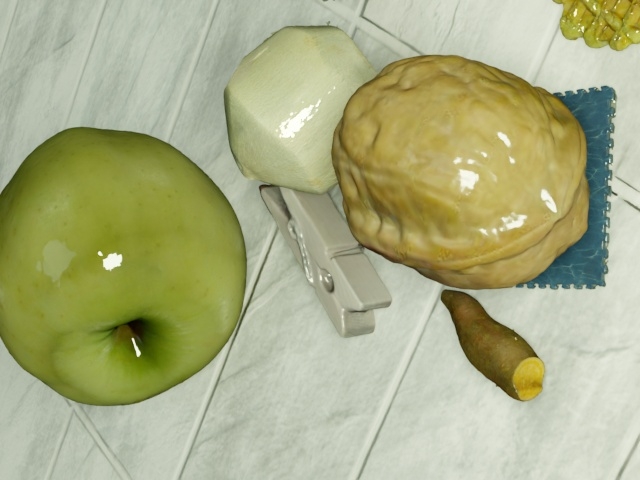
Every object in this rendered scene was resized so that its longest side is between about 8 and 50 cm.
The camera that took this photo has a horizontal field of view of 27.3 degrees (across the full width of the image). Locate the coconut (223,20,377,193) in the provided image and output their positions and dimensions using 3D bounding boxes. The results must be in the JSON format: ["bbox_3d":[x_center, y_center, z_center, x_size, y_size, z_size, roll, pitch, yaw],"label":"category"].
[{"bbox_3d":[-0.033,-0.193,1.985,0.247,0.245,0.245,-37,49,-1],"label":"coconut"}]

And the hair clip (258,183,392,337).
[{"bbox_3d":[0.004,0.000,2.059,0.330,0.085,0.101,57,138,32],"label":"hair clip"}]

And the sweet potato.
[{"bbox_3d":[0.233,0.139,1.774,0.077,0.077,0.243,-68,28,18],"label":"sweet potato"}]

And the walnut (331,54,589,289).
[{"bbox_3d":[0.183,-0.081,1.658,0.344,0.306,0.306,34,111,50],"label":"walnut"}]

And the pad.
[{"bbox_3d":[0.287,-0.066,1.777,0.270,0.012,0.268,-4,82,50],"label":"pad"}]

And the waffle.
[{"bbox_3d":[0.395,-0.372,1.652,0.291,0.051,0.291,-8,80,49],"label":"waffle"}]

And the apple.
[{"bbox_3d":[-0.345,0.035,2.216,0.474,0.474,0.473,-10,77,50],"label":"apple"}]
